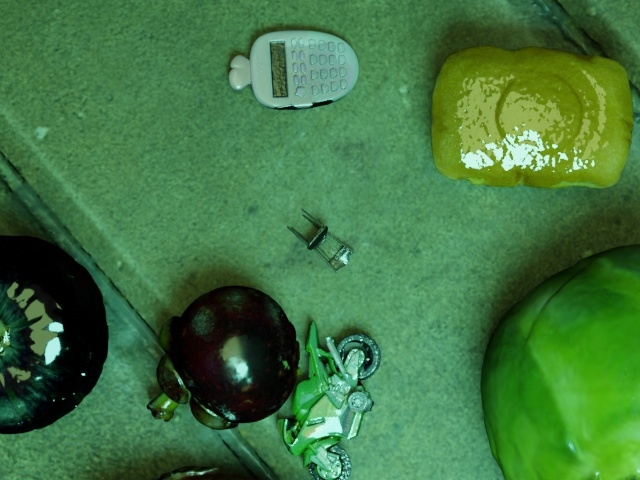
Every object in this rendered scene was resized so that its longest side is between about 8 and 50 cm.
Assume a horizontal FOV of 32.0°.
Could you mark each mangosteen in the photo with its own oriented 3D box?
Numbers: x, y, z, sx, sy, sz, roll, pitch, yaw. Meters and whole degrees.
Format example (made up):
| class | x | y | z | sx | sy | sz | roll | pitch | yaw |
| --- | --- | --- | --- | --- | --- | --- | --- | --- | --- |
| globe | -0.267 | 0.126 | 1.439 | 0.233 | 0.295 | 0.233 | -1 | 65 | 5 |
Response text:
| class | x | y | z | sx | sy | sz | roll | pitch | yaw |
| --- | --- | --- | --- | --- | --- | --- | --- | --- | --- |
| mangosteen | -0.114 | 0.133 | 1.309 | 0.184 | 0.172 | 0.172 | 5 | 83 | 22 |

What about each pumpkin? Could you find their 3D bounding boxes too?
| class | x | y | z | sx | sy | sz | roll | pitch | yaw |
| --- | --- | --- | --- | --- | --- | --- | --- | --- | --- |
| pumpkin | -0.360 | 0.110 | 1.305 | 0.233 | 0.163 | 0.233 | 0 | 83 | 2 |

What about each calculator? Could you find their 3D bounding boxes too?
| class | x | y | z | sx | sy | sz | roll | pitch | yaw |
| --- | --- | --- | --- | --- | --- | --- | --- | --- | --- |
| calculator | -0.034 | -0.216 | 1.415 | 0.166 | 0.024 | 0.103 | -3 | 84 | -3 |

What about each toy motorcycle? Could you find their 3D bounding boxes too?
| class | x | y | z | sx | sy | sz | roll | pitch | yaw |
| --- | --- | --- | --- | --- | --- | --- | --- | --- | --- |
| toy motorcycle | 0.006 | 0.199 | 1.348 | 0.106 | 0.074 | 0.190 | 14 | 83 | 10 |

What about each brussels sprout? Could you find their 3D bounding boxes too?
| class | x | y | z | sx | sy | sz | roll | pitch | yaw |
| --- | --- | --- | --- | --- | --- | --- | --- | --- | --- |
| brussels sprout | 0.337 | 0.186 | 1.242 | 0.276 | 0.315 | 0.371 | -10 | 120 | -26 |

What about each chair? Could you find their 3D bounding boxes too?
| class | x | y | z | sx | sy | sz | roll | pitch | yaw |
| --- | --- | --- | --- | --- | --- | --- | --- | --- | --- |
| chair | 0.000 | 0.000 | 1.380 | 0.086 | 0.042 | 0.037 | 40 | 88 | 4 |

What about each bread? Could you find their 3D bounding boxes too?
| class | x | y | z | sx | sy | sz | roll | pitch | yaw |
| --- | --- | --- | --- | --- | --- | --- | --- | --- | --- |
| bread | 0.253 | -0.146 | 1.361 | 0.245 | 0.121 | 0.174 | 5 | 82 | -2 |

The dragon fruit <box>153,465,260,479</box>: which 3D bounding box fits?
| class | x | y | z | sx | sy | sz | roll | pitch | yaw |
| --- | --- | --- | --- | --- | --- | --- | --- | --- | --- |
| dragon fruit | -0.113 | 0.368 | 1.243 | 0.315 | 0.250 | 0.250 | -4 | 83 | -3 |
